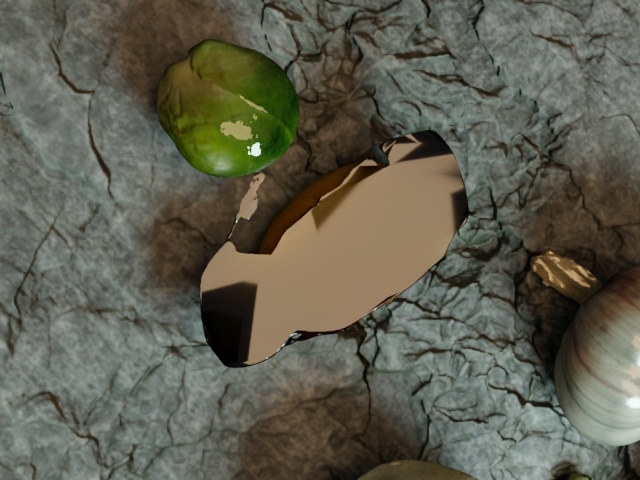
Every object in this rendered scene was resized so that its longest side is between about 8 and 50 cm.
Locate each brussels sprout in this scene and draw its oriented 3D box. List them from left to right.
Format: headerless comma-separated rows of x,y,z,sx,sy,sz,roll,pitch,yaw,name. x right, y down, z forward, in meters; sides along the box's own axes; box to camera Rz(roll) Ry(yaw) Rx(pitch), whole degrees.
-0.099,-0.137,1.452,0.155,0.117,0.155,-3,69,9,brussels sprout

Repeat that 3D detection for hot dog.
0.004,0.005,1.505,0.326,0.107,0.194,-20,89,-9,hot dog

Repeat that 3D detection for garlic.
0.350,0.102,1.605,0.245,0.245,0.253,-42,65,-14,garlic

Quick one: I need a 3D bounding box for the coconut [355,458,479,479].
0.125,0.371,1.487,0.245,0.247,0.245,-5,71,14,coconut

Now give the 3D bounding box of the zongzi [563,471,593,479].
0.321,0.354,1.658,0.104,0.052,0.113,-51,119,-18,zongzi
